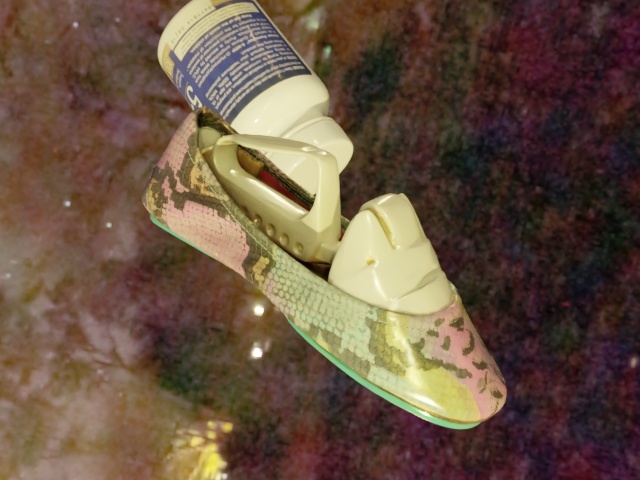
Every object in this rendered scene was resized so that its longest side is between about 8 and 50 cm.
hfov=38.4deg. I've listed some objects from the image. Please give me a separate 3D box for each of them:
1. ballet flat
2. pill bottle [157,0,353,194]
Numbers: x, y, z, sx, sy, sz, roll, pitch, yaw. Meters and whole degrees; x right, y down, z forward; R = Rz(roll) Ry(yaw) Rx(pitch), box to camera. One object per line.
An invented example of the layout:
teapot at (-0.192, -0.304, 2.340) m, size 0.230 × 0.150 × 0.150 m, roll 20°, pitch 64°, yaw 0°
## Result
ballet flat at (0.000, 0.000, 0.439) m, size 0.077 × 0.221 × 0.079 m, roll -15°, pitch -48°, yaw -51°
pill bottle at (-0.057, -0.130, 0.845) m, size 0.112 × 0.187 × 0.112 m, roll -32°, pitch -20°, yaw -13°
